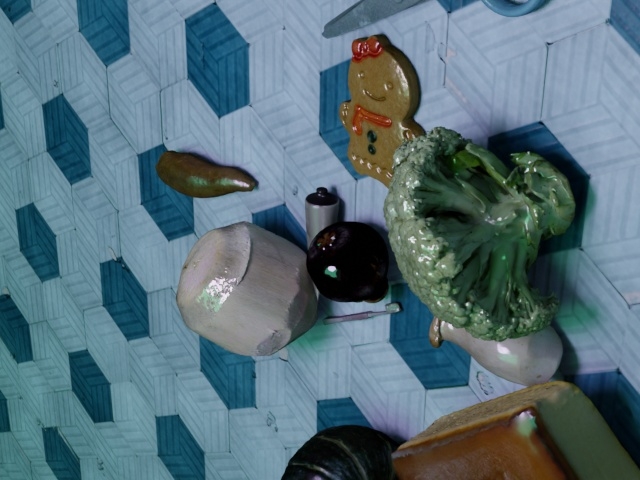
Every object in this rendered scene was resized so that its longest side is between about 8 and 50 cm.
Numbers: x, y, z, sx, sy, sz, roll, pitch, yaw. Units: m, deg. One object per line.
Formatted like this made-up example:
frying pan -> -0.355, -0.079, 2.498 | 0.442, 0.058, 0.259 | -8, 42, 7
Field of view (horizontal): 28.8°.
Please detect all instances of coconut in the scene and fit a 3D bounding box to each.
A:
coconut -> -0.111, 0.091, 2.055 | 0.234, 0.224, 0.224 | 36, 153, -28

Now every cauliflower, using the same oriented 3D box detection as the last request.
cauliflower -> 0.215, -0.024, 1.638 | 0.250, 0.275, 0.272 | -31, 45, 17

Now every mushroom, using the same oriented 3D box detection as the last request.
mushroom -> 0.244, 0.137, 1.750 | 0.212, 0.088, 0.097 | 29, 131, 40

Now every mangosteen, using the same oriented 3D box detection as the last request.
mangosteen -> 0.051, 0.043, 1.914 | 0.137, 0.137, 0.151 | 13, 150, 46

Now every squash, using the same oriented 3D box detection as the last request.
squash -> 0.044, 0.426, 2.011 | 0.165, 0.252, 0.252 | 14, 120, 53

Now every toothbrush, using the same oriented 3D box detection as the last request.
toothbrush -> 0.066, 0.120, 2.014 | 0.194, 0.014, 0.017 | -17, 96, 53

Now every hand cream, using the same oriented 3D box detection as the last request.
hand cream -> 0.000, 0.000, 1.992 | 0.054, 0.087, 0.186 | 3, 118, 0

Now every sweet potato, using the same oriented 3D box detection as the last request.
sweet potato -> -0.212, -0.110, 2.174 | 0.244, 0.077, 0.077 | 18, 122, 46

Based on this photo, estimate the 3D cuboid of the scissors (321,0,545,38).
scissors -> 0.133, -0.346, 1.675 | 0.447, 0.029, 0.192 | -16, 96, 53

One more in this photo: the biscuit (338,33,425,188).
biscuit -> 0.087, -0.186, 1.811 | 0.166, 0.036, 0.225 | 32, 131, 38

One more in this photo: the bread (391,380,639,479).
bread -> 0.299, 0.367, 1.726 | 0.323, 0.143, 0.333 | 54, 144, -2
